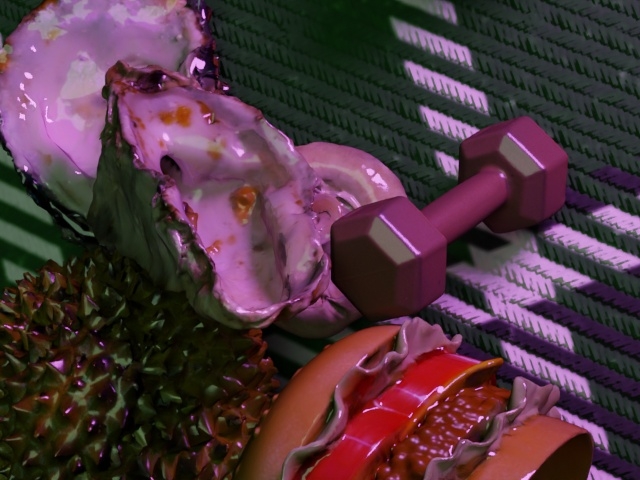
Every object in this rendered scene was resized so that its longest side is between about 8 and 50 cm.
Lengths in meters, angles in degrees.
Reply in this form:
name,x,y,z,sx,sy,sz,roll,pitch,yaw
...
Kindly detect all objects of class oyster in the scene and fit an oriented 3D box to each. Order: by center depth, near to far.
name,x,y,z,sx,sy,sz,roll,pitch,yaw
oyster,-0.092,-0.024,1.447,0.341,0.166,0.110,38,130,42
oyster,-0.172,-0.111,1.630,0.198,0.092,0.260,-15,65,12

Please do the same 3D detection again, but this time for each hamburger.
name,x,y,z,sx,sy,sz,roll,pitch,yaw
hamburger,0.048,0.190,1.400,0.212,0.274,0.274,29,87,21

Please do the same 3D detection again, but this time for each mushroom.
name,x,y,z,sx,sy,sz,roll,pitch,yaw
mushroom,0.000,0.000,1.534,0.154,0.122,0.154,-2,80,9

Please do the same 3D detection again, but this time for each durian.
name,x,y,z,sx,sy,sz,roll,pitch,yaw
durian,-0.180,0.131,1.503,0.293,0.258,0.258,-25,72,21

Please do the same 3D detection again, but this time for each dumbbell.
name,x,y,z,sx,sy,sz,roll,pitch,yaw
dumbbell,0.100,-0.019,1.461,0.092,0.231,0.082,-13,103,44
